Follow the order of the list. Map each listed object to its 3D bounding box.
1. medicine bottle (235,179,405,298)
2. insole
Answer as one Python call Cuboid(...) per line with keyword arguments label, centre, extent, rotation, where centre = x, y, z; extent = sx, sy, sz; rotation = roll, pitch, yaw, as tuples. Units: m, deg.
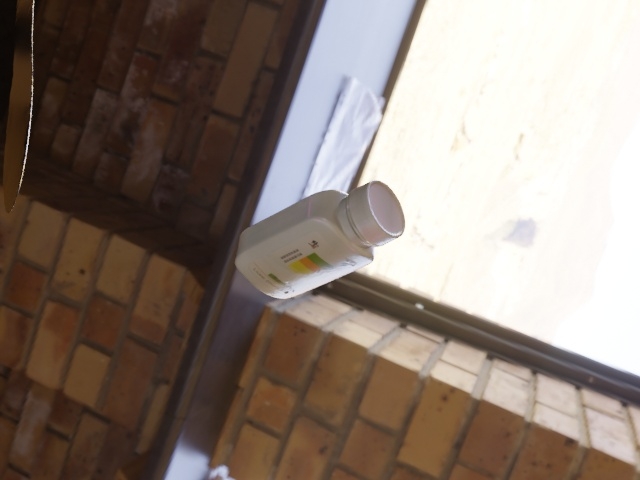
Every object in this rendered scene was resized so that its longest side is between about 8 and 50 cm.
Cuboid(label="medicine bottle", centre=(0.000, 0.000, 1.348), extent=(0.161, 0.296, 0.111), rotation=(38, 41, -35))
Cuboid(label="insole", centre=(-0.315, -0.173, 0.816), extent=(0.109, 0.007, 0.322), rotation=(-40, -131, 45))
